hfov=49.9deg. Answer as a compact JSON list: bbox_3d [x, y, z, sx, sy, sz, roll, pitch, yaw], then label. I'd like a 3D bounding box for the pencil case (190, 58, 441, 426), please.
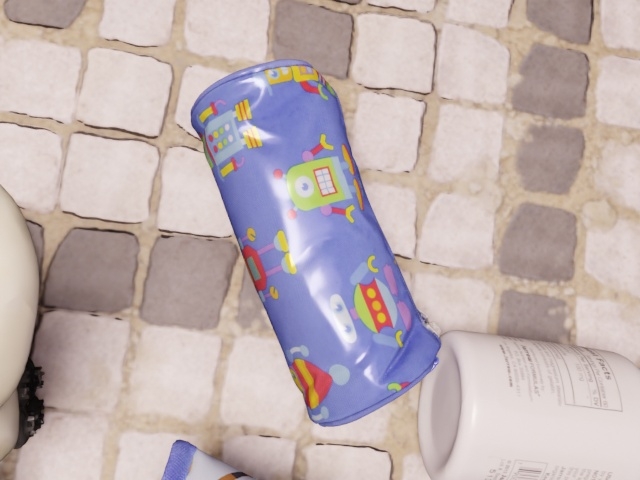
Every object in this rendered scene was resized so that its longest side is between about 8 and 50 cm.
[{"bbox_3d":[0.000,0.000,0.585,0.133,0.119,0.306,-22,86,-14],"label":"pencil case"}]

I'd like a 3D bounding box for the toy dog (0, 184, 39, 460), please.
[{"bbox_3d":[-0.397,0.036,0.428,0.395,0.284,0.408,-48,70,18],"label":"toy dog"}]

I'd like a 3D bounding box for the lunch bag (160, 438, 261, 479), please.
[{"bbox_3d":[-0.024,0.357,0.387,0.327,0.385,0.239,24,124,-2],"label":"lunch bag"}]

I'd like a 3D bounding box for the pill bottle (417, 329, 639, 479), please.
[{"bbox_3d":[0.210,0.155,0.589,0.229,0.131,0.131,9,82,-7],"label":"pill bottle"}]

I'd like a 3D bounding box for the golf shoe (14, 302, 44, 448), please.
[{"bbox_3d":[-0.280,0.071,0.559,0.093,0.077,0.198,-4,82,-8],"label":"golf shoe"}]
